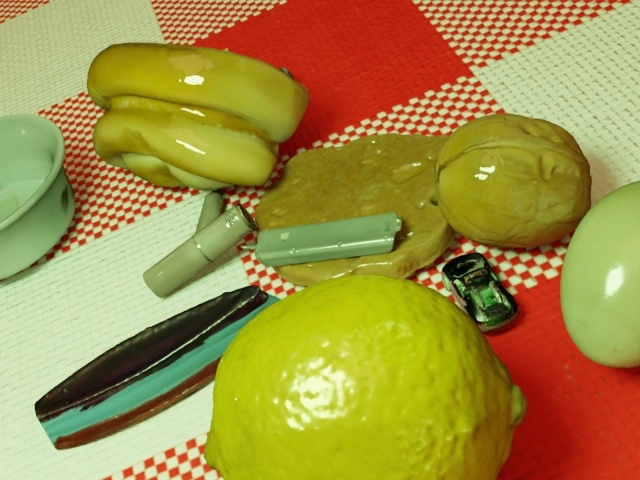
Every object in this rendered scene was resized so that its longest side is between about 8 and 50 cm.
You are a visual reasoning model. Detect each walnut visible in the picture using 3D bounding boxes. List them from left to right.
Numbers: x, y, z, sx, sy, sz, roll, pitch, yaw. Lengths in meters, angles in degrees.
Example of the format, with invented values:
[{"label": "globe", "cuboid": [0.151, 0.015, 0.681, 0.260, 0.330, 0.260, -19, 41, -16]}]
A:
[{"label": "walnut", "cuboid": [0.267, -0.083, 1.247, 0.226, 0.193, 0.193, -2, 39, -20]}]

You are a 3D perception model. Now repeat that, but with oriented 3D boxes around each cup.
[{"label": "cup", "cuboid": [-0.579, -0.054, 1.597, 0.347, 0.163, 0.347, -12, 45, 12]}]

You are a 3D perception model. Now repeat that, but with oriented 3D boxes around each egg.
[{"label": "egg", "cuboid": [0.389, 0.040, 1.079, 0.189, 0.188, 0.253, 21, 69, 37]}]

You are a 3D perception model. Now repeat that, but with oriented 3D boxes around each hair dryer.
[{"label": "hair dryer", "cuboid": [-0.205, -0.022, 1.481, 0.195, 0.053, 0.220, -36, 28, 9]}]

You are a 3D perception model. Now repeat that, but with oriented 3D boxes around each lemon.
[{"label": "lemon", "cuboid": [0.042, 0.191, 1.000, 0.336, 0.336, 0.336, -12, 44, 12]}]

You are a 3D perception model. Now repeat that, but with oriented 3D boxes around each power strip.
[{"label": "power strip", "cuboid": [0.000, 0.000, 1.319, 0.253, 0.027, 0.060, -7, 47, 19]}]

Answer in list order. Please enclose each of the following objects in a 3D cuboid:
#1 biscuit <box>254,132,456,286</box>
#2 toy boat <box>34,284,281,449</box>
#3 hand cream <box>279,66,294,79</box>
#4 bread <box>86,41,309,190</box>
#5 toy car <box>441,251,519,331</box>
[{"label": "biscuit", "cuboid": [0.066, -0.047, 1.394, 0.352, 0.057, 0.312, -14, 45, 12]}, {"label": "toy boat", "cuboid": [-0.229, 0.172, 1.300, 0.392, 0.079, 0.136, -29, 45, -2]}, {"label": "hand cream", "cuboid": [-0.146, -0.240, 1.686, 0.234, 0.050, 0.080, -41, 46, -7]}, {"label": "bread", "cuboid": [-0.219, -0.214, 1.556, 0.424, 0.245, 0.329, 9, 12, 41]}, {"label": "toy car", "cuboid": [0.215, 0.065, 1.224, 0.069, 0.055, 0.142, -23, 44, -4]}]
